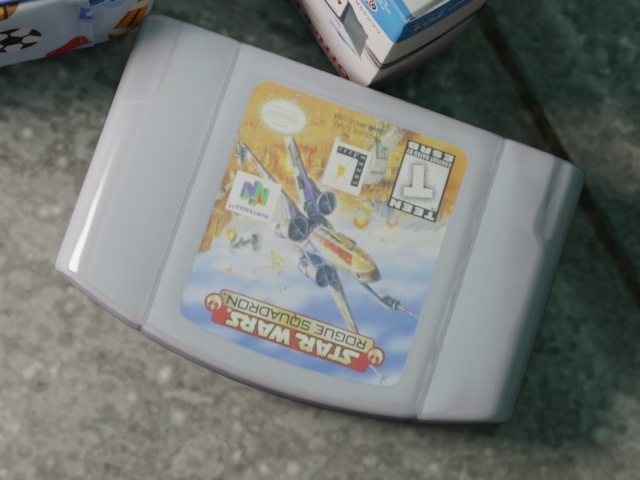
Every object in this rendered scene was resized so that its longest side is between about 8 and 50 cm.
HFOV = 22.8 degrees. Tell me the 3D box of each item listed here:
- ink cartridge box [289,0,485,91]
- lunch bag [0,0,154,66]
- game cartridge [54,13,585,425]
[{"bbox_3d":[0.029,-0.177,0.948,0.082,0.190,0.139,-34,86,-11],"label":"ink cartridge box"},{"bbox_3d":[-0.255,-0.221,0.955,0.303,0.115,0.243,-11,80,-11],"label":"lunch bag"},{"bbox_3d":[0.000,0.000,0.980,0.297,0.062,0.198,19,76,-6],"label":"game cartridge"}]
